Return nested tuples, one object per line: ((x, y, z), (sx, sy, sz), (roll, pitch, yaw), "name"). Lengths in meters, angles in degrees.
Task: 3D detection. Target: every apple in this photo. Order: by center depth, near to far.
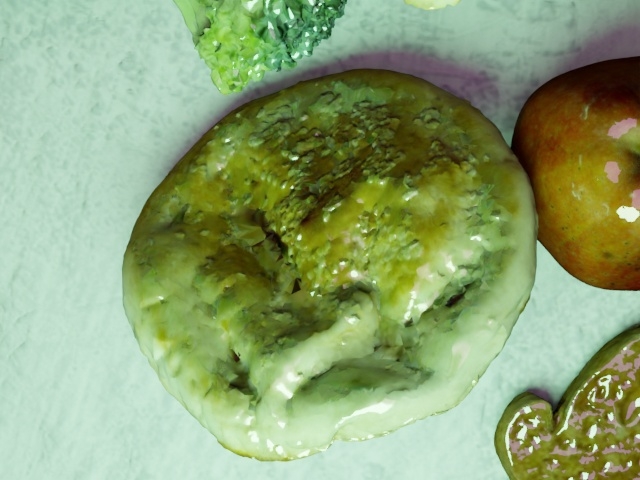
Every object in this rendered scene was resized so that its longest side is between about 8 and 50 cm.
((0.281, -0.060, 0.859), (0.234, 0.234, 0.234), (0, 97, 4), "apple")

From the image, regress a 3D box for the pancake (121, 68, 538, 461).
((0.000, -0.001, 0.845), (0.386, 0.082, 0.387), (-11, 54, 15), "pancake")

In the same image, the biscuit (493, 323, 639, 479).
((0.315, 0.253, 0.976), (0.314, 0.063, 0.367), (27, 98, 3), "biscuit")

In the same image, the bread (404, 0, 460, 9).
((0.153, -0.365, 0.773), (0.375, 0.165, 0.237), (-41, 99, -36), "bread")

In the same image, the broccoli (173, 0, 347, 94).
((-0.143, -0.258, 0.807), (0.353, 0.275, 0.397), (35, 57, 24), "broccoli")
